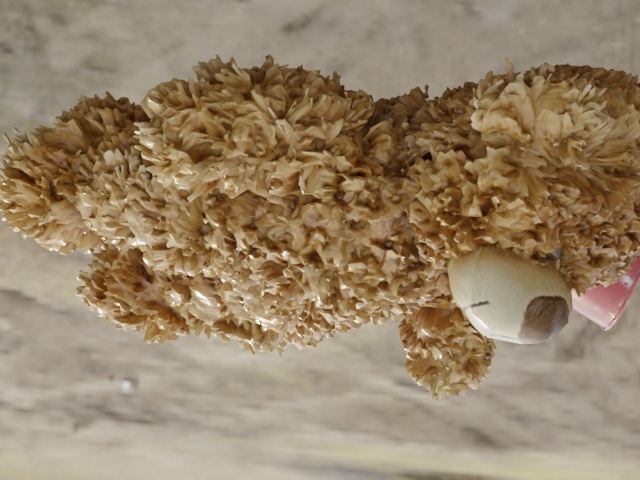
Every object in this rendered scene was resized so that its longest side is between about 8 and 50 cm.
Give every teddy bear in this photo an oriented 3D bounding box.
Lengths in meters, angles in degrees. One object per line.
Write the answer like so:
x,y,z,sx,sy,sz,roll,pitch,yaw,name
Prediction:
0.000,0.000,0.769,0.338,0.113,0.245,7,142,15,teddy bear

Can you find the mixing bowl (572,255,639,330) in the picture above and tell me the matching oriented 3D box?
0.224,-0.024,1.375,0.098,0.181,0.181,18,168,1,mixing bowl
